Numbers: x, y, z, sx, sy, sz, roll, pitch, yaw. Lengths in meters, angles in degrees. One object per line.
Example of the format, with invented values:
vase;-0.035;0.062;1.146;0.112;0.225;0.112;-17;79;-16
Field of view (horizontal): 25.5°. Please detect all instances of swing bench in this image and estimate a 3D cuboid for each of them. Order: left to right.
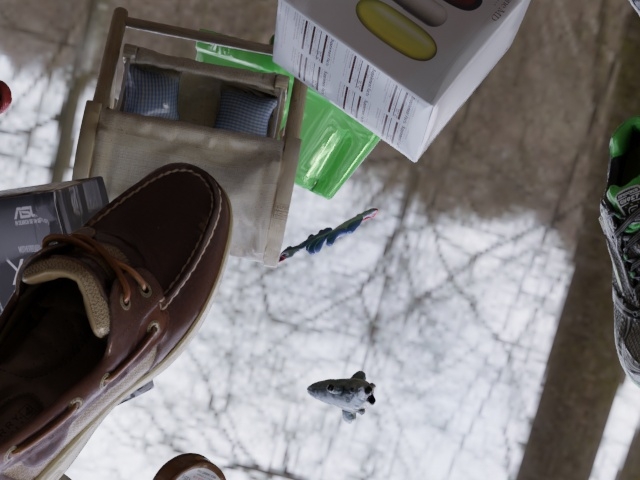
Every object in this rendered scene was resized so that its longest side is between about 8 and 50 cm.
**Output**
swing bench;-0.153;-0.123;1.706;0.253;0.165;0.254;10;-135;-4

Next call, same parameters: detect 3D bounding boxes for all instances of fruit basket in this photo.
fruit basket;-0.012;-0.271;2.165;0.283;0.392;0.392;24;-171;-25

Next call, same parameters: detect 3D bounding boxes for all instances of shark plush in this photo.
shark plush;0.033;0.207;1.861;0.067;0.073;0.161;19;180;-14

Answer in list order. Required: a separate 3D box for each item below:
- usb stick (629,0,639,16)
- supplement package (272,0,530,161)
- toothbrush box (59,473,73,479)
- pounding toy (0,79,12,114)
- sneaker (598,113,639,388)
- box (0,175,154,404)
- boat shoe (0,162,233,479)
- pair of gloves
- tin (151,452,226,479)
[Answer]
usb stick;0.294;-0.307;1.415;0.045;0.077;0.278;-25;-109;-15
supplement package;0.088;-0.237;1.547;0.203;0.194;0.149;36;161;9
toothbrush box;-0.475;0.462;2.353;0.295;0.126;0.216;31;-178;31
pounding toy;-0.504;-0.237;1.947;0.237;0.183;0.110;24;-155;31
sneaker;0.366;0.012;1.595;0.134;0.343;0.146;-21;140;31
box;-0.338;0.064;1.592;0.307;0.242;0.076;-4;-167;41
boat shoe;-0.175;0.054;1.076;0.123;0.123;0.342;33;-119;12
pair of gloves;0.000;0.000;2.357;0.198;0.023;0.159;-24;-175;40
tin;-0.187;0.362;1.794;0.106;0.189;0.040;30;174;-34
